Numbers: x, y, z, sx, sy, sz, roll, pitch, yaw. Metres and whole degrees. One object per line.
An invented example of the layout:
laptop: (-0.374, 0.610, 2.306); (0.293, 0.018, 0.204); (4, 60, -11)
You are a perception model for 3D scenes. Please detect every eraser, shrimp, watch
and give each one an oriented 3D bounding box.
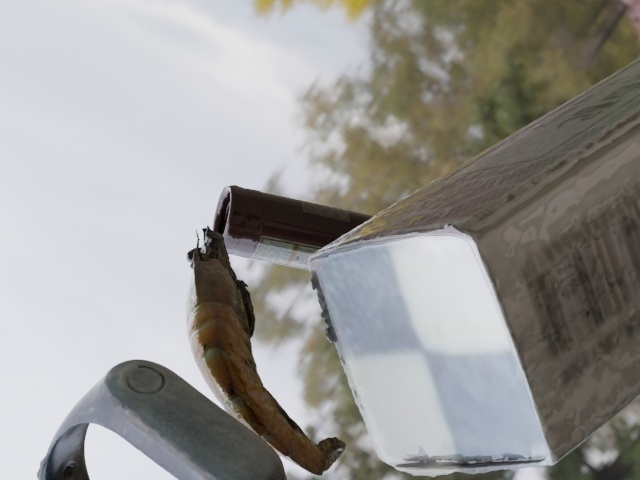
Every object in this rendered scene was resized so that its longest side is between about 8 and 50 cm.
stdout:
eraser: (0.166, -0.034, 0.707); (0.404, 0.096, 0.098); (-30, -76, -42)
shrimp: (-0.051, 0.104, 1.388); (0.198, 0.051, 0.262); (49, -167, -33)
watch: (-0.103, 0.191, 1.128); (0.206, 0.193, 0.068); (31, -140, 19)

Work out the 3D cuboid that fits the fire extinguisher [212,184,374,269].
fire extinguisher: (0.000, 0.000, 1.683); (0.231, 0.071, 0.099); (12, 169, -19)
